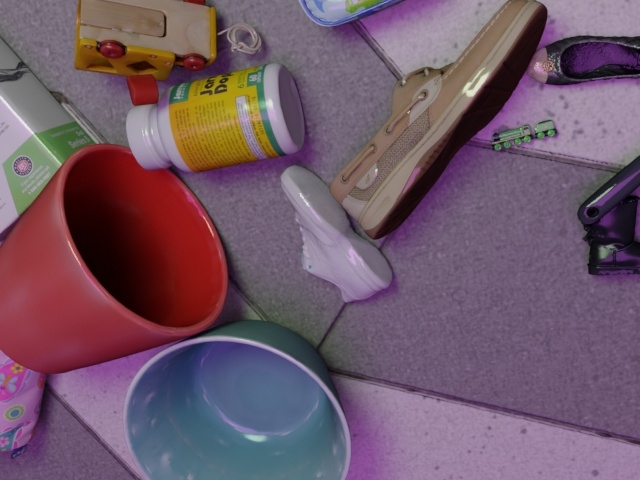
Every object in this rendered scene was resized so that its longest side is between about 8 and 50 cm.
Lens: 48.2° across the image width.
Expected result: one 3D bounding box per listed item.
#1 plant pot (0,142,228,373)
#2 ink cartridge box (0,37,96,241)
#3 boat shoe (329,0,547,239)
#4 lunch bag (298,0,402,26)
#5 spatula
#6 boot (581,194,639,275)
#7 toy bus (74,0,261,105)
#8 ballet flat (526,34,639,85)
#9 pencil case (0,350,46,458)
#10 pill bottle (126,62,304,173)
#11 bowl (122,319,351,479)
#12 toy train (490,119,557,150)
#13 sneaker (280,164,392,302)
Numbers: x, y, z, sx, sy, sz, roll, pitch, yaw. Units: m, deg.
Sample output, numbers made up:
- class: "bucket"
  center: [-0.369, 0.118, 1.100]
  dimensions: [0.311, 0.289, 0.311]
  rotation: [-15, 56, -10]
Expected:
- class: "plant pot"
  center: [-0.303, 0.045, 0.958]
  dimensions: [0.243, 0.275, 0.275]
  rotation: [-29, 101, 28]
- class: "ink cartridge box"
  center: [-0.475, -0.155, 0.986]
  dimensions: [0.198, 0.115, 0.273]
  rotation: [-37, 98, 19]
- class: "boat shoe"
  center: [0.131, -0.157, 0.866]
  dimensions: [0.110, 0.122, 0.341]
  rotation: [45, 112, 18]
- class: "lunch bag"
  center: [0.028, -0.371, 0.832]
  dimensions: [0.176, 0.090, 0.219]
  rotation: [-20, 103, 15]
- class: "spatula"
  center: [0.425, -0.126, 0.856]
  dimensions: [0.296, 0.030, 0.084]
  rotation: [-44, 95, 8]
- class: "boot"
  center: [0.393, -0.008, 0.909]
  dimensions: [0.121, 0.045, 0.099]
  rotation: [-4, 101, 10]
- class: "toy bus"
  center: [-0.214, -0.255, 0.908]
  dimensions: [0.202, 0.191, 0.104]
  rotation: [48, 153, -6]
- class: "ballet flat"
  center: [0.333, -0.215, 0.846]
  dimensions: [0.173, 0.049, 0.057]
  rotation: [-3, 106, 12]
- class: "pencil case"
  center: [-0.487, 0.195, 1.102]
  dimensions: [0.124, 0.124, 0.284]
  rotation: [19, 110, 4]
- class: "pill bottle"
  center: [-0.135, -0.151, 0.921]
  dimensions: [0.208, 0.117, 0.117]
  rotation: [-9, 106, 14]
- class: "bowl"
  center: [-0.100, 0.237, 1.015]
  dimensions: [0.312, 0.163, 0.311]
  rotation: [3, 110, 9]
- class: "toy train"
  center: [0.256, -0.134, 0.906]
  dimensions: [0.083, 0.017, 0.023]
  rotation: [-13, 95, 15]
- class: "sneaker"
  center: [0.000, 0.000, 0.973]
  dimensions: [0.094, 0.080, 0.212]
  rotation: [-32, 101, 31]
